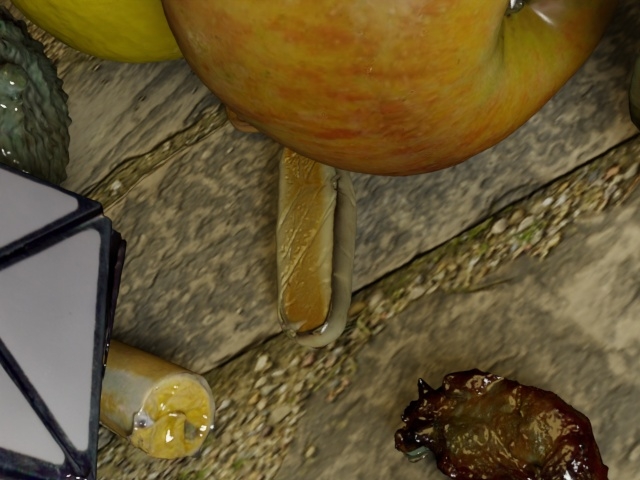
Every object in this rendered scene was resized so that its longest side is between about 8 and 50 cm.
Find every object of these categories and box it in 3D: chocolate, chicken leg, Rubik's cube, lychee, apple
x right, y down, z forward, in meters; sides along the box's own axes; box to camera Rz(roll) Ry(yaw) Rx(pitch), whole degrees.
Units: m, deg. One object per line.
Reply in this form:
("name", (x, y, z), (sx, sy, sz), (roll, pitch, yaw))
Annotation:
("chocolate", (-0.177, 0.120, 1.425), (0.219, 0.085, 0.085), (22, 71, 51))
("chicken leg", (0.153, 0.163, 1.183), (0.106, 0.051, 0.253), (-52, 46, -2))
("Rubik's cube", (-0.369, 0.104, 1.358), (0.305, 0.310, 0.307), (-39, 39, 39))
("lychee", (-0.366, -0.107, 1.598), (0.274, 0.255, 0.255), (-16, 48, 43))
("apple", (0.068, -0.251, 1.316), (0.334, 0.400, 0.400), (14, 66, 31))

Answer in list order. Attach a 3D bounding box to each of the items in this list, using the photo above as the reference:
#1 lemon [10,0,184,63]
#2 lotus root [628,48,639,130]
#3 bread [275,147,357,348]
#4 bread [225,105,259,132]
("lemon", (-0.175, -0.331, 1.588), (0.348, 0.348, 0.348), (-18, 49, 22))
("lotus root", (0.383, -0.053, 1.073), (0.250, 0.250, 0.346), (-43, 49, -1))
("bread", (0.000, 0.000, 1.407), (0.073, 0.053, 0.214), (-19, 52, 25))
("bread", (-0.042, -0.144, 1.563), (0.110, 0.024, 0.110), (-18, 50, 23))
